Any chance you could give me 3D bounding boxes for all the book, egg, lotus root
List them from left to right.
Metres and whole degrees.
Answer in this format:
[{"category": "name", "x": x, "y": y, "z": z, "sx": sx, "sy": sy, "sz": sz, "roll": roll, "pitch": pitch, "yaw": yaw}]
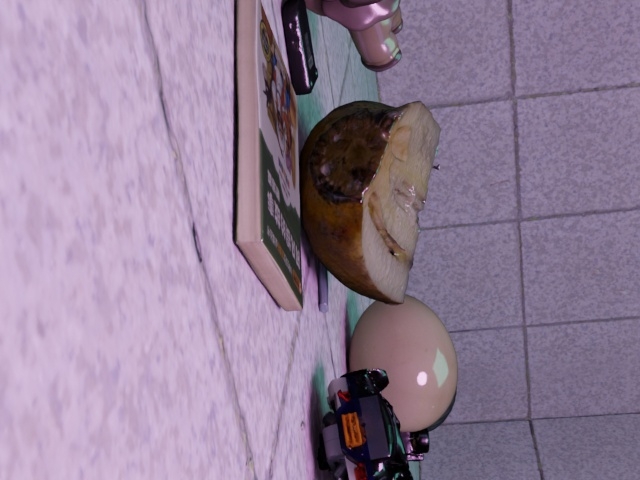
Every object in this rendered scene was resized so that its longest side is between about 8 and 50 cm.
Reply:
[{"category": "book", "x": -0.050, "y": -0.083, "z": 0.856, "sx": 0.202, "sy": 0.027, "sz": 0.264, "roll": 68, "pitch": 18, "yaw": -66}, {"category": "lotus root", "x": 0.046, "y": -0.063, "z": 1.118, "sx": 0.260, "sy": 0.149, "sz": 0.267, "roll": 23, "pitch": 79, "yaw": -67}, {"category": "egg", "x": 0.140, "y": 0.206, "z": 1.445, "sx": 0.186, "sy": 0.186, "sz": 0.242, "roll": 73, "pitch": 9, "yaw": -56}]

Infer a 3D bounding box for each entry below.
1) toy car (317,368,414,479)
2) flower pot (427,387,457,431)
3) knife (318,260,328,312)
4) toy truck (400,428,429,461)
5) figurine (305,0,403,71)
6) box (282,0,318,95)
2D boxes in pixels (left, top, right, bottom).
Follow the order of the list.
[{"category": "toy car", "x": 0.062, "y": 0.282, "z": 1.100, "sx": 0.301, "sy": 0.118, "sz": 0.193, "roll": 68, "pitch": 9, "yaw": -61}, {"category": "flower pot", "x": 0.193, "y": 0.301, "z": 1.790, "sx": 0.189, "sy": 0.157, "sz": 0.243, "roll": -131, "pitch": -152, "yaw": -52}, {"category": "knife", "x": 0.001, "y": 0.000, "z": 1.208, "sx": 0.028, "sy": 0.015, "sz": 0.210, "roll": 46, "pitch": 38, "yaw": -67}, {"category": "toy truck", "x": 0.135, "y": 0.293, "z": 1.612, "sx": 0.127, "sy": 0.127, "sz": 0.257, "roll": 104, "pitch": -14, "yaw": -68}, {"category": "figurine", "x": 0.060, "y": -0.387, "z": 1.157, "sx": 0.248, "sy": 0.203, "sz": 0.380, "roll": -58, "pitch": 159, "yaw": -16}, {"category": "box", "x": -0.026, "y": -0.268, "z": 1.153, "sx": 0.126, "sy": 0.027, "sz": 0.125, "roll": -76, "pitch": 159, "yaw": -68}]
